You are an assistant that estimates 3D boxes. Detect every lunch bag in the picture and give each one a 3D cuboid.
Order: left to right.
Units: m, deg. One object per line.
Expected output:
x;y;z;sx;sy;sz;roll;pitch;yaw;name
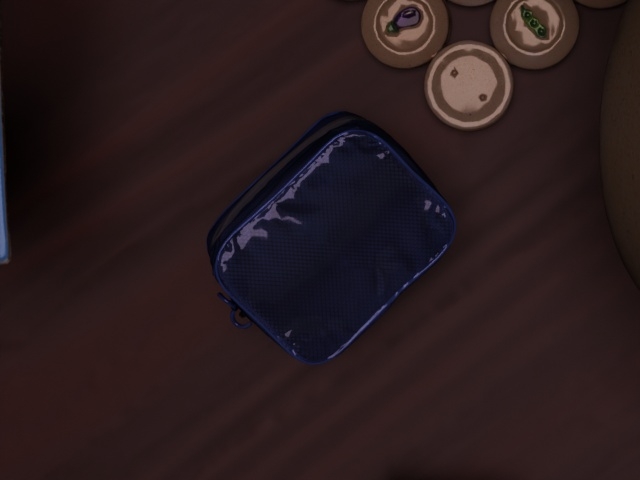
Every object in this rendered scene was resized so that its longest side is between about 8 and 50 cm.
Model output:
0.000;0.000;0.673;0.098;0.065;0.067;-42;102;4;lunch bag

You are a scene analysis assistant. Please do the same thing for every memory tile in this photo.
0.051;-0.128;0.692;0.113;0.012;0.148;-42;87;5;memory tile

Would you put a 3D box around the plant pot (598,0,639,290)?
0.209;-0.036;0.572;0.191;0.284;0.284;5;91;38;plant pot

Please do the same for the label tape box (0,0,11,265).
-0.278;-0.101;0.680;0.333;0.106;0.241;-2;91;5;label tape box
